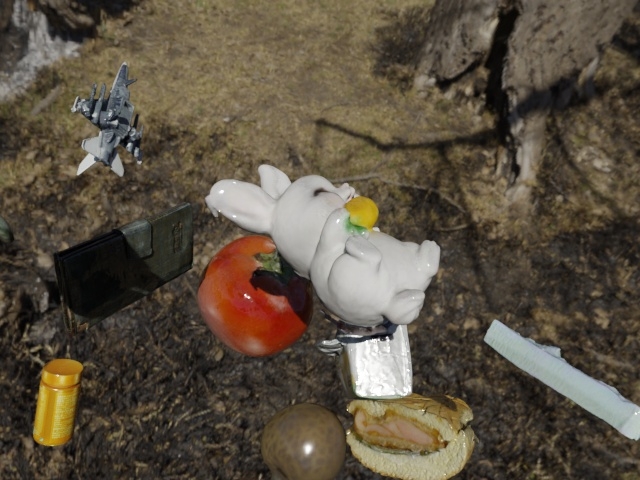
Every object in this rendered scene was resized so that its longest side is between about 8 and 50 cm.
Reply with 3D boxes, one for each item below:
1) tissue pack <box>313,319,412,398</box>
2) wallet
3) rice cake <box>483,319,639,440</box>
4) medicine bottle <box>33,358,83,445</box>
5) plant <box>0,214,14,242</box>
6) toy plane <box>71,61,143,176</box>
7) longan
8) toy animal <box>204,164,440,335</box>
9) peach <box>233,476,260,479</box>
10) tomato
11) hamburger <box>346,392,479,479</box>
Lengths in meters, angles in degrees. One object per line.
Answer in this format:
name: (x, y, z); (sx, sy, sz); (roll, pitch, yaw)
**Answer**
tissue pack: (0.061, 0.193, 0.930); (0.145, 0.229, 0.159); (-3, 73, -3)
wallet: (-0.360, 0.045, 1.055); (0.044, 0.169, 0.317); (18, 28, 25)
rice cake: (0.252, 0.137, 0.569); (0.030, 0.042, 0.180); (32, 1, -43)
medicine bottle: (-0.656, 0.405, 1.362); (0.096, 0.192, 0.096); (12, 9, -2)
plant: (-0.387, -0.085, 0.476); (0.149, 0.275, 0.146); (-25, 36, -3)
toy plane: (-0.341, -0.212, 0.916); (0.082, 0.160, 0.234); (1, 66, 27)
longan: (-0.022, 0.258, 0.682); (0.113, 0.092, 0.113); (-3, 64, 6)
toy animal: (0.006, 0.000, 0.759); (0.325, 0.154, 0.208); (24, 26, 17)
peach: (-0.168, 0.622, 1.206); (0.197, 0.197, 0.197); (13, 40, -11)
tomato: (-0.175, 0.155, 1.441); (0.321, 0.322, 0.322); (13, 40, -11)
hamburger: (0.235, 0.433, 1.224); (0.209, 0.330, 0.162); (7, 77, -40)
